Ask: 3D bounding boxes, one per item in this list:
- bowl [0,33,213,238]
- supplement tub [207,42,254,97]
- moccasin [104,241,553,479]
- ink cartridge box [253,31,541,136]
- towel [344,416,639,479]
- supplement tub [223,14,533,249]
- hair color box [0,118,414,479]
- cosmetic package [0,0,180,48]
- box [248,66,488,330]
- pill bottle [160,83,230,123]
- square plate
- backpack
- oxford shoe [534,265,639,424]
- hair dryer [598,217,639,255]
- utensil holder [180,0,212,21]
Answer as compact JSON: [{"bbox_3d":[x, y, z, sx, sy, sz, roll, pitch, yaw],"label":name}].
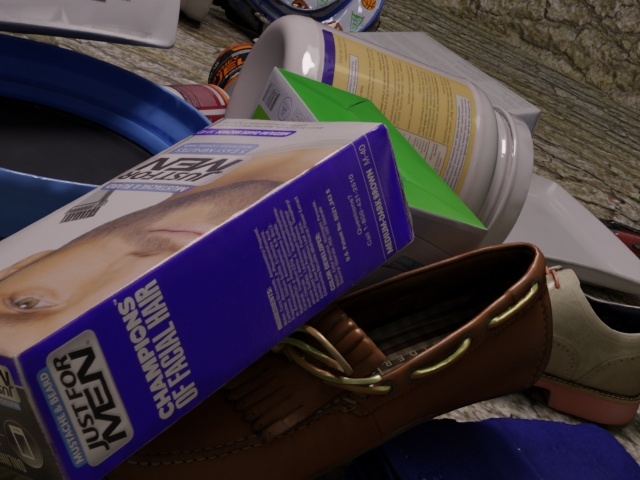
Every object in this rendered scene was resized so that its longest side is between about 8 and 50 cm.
[{"bbox_3d":[-0.292,-0.109,1.166,0.391,0.077,0.391,16,23,-7],"label":"bowl"},{"bbox_3d":[-0.092,-0.200,1.595,0.117,0.117,0.190,17,23,-23],"label":"supplement tub"},{"bbox_3d":[0.011,0.092,0.873,0.380,0.147,0.139,-14,36,-15],"label":"moccasin"},{"bbox_3d":[0.118,-0.232,1.856,0.385,0.091,0.308,-11,40,-38],"label":"ink cartridge box"},{"bbox_3d":[0.181,0.243,0.961,0.308,0.076,0.228,7,32,-37],"label":"towel"},{"bbox_3d":[0.064,-0.110,1.398,0.331,0.241,0.241,18,23,-21],"label":"supplement tub"},{"bbox_3d":[-0.112,0.024,0.810,0.185,0.110,0.339,7,33,43],"label":"hair color box"},{"bbox_3d":[-0.386,-0.399,1.268,0.393,0.328,0.329,13,10,39],"label":"cosmetic package"},{"bbox_3d":[-0.005,0.005,1.068,0.126,0.231,0.262,15,24,-32],"label":"box"},{"bbox_3d":[-0.179,-0.150,1.425,0.086,0.086,0.152,35,22,21],"label":"pill bottle"},{"bbox_3d":[0.311,-0.033,1.758,0.347,0.049,0.344,14,24,-30],"label":"square plate"},{"bbox_3d":[-0.015,-0.451,2.057,0.263,0.276,0.213,46,-7,1],"label":"backpack"},{"bbox_3d":[0.202,0.075,1.256,0.396,0.147,0.140,17,24,-21],"label":"oxford shoe"},{"bbox_3d":[0.570,0.034,1.910,0.223,0.080,0.293,-1,25,-21],"label":"hair dryer"},{"bbox_3d":[-0.324,-0.598,1.965,0.385,0.328,0.328,21,22,-12],"label":"utensil holder"}]
